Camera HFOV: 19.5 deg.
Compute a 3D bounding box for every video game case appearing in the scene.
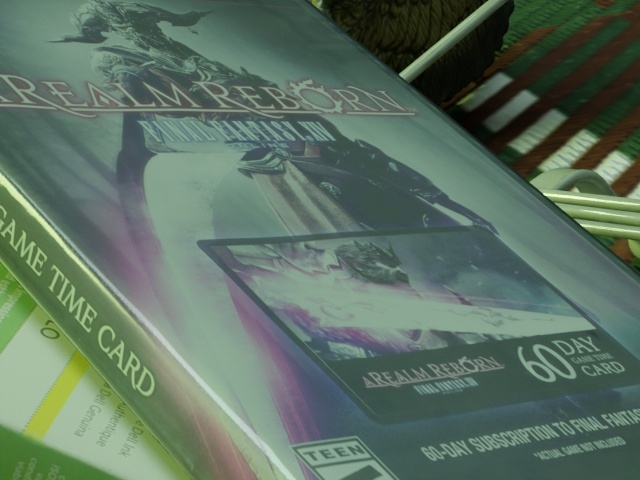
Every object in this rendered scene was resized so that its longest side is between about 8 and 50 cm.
[{"bbox_3d":[0.000,0.000,0.503,0.196,0.026,0.274,-3,38,-46],"label":"video game case"}]

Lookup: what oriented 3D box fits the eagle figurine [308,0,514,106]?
[{"bbox_3d":[0.022,-0.166,0.986,0.298,0.225,0.226,-23,15,-18],"label":"eagle figurine"}]

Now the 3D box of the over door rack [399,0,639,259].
[{"bbox_3d":[0.153,-0.062,0.803,0.239,0.108,0.324,10,48,37],"label":"over door rack"}]

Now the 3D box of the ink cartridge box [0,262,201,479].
[{"bbox_3d":[0.018,0.065,0.487,0.235,0.056,0.171,24,25,1],"label":"ink cartridge box"}]
